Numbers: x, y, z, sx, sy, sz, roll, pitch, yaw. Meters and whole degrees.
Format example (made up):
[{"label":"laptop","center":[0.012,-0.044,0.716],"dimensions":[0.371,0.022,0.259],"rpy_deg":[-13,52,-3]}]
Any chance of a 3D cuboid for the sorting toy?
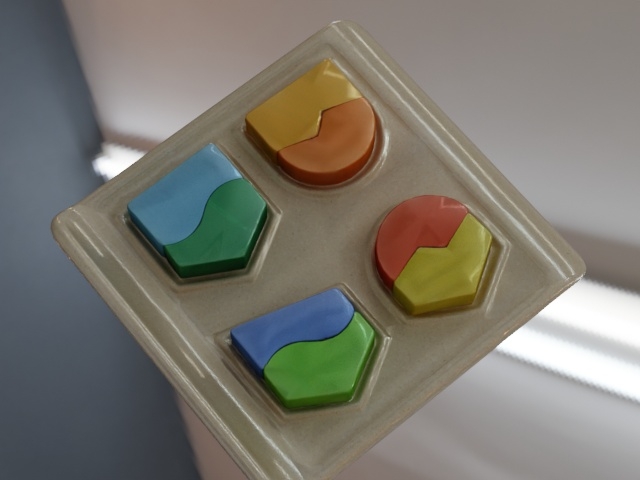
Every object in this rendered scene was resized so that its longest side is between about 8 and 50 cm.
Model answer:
[{"label":"sorting toy","center":[0.000,0.000,0.777],"dimensions":[0.193,0.208,0.038],"rpy_deg":[49,-19,17]}]
